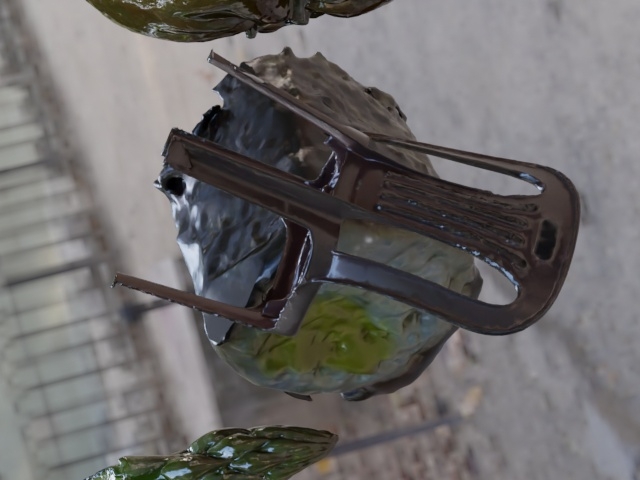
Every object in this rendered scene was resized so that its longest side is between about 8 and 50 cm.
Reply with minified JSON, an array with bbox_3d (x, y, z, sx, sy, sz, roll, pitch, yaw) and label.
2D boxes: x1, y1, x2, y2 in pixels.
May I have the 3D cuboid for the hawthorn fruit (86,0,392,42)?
[{"bbox_3d":[-0.048,-0.280,1.213,0.268,0.268,0.300,-178,82,-73],"label":"hawthorn fruit"}]

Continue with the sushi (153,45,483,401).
[{"bbox_3d":[0.000,-0.002,1.996,0.299,0.281,0.294,41,-164,-45],"label":"sushi"}]

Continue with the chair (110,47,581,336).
[{"bbox_3d":[0.023,-0.010,1.544,0.183,0.326,0.175,120,171,-55],"label":"chair"}]

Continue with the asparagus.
[{"bbox_3d":[-0.120,0.236,1.957,0.080,0.287,0.080,-13,-90,-84],"label":"asparagus"}]
